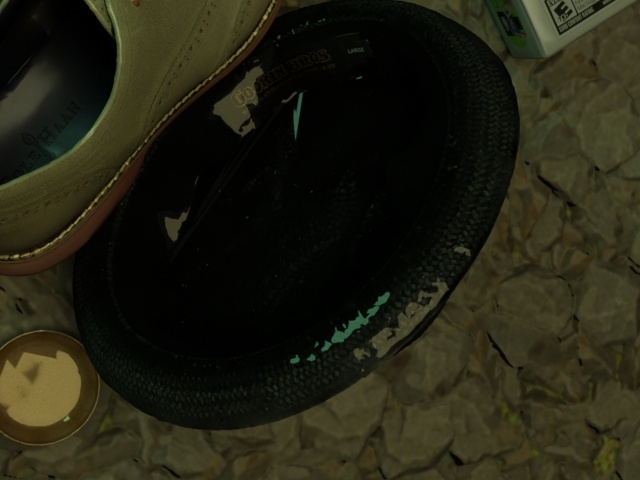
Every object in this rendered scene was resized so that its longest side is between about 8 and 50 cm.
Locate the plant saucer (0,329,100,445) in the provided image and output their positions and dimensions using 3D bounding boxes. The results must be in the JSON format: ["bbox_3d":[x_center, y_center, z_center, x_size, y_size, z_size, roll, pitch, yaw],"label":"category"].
[{"bbox_3d":[-0.199,0.104,0.978,0.083,0.015,0.083,-3,97,-21],"label":"plant saucer"}]

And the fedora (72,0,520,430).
[{"bbox_3d":[0.000,0.000,0.940,0.334,0.334,0.152,-49,140,-9],"label":"fedora"}]

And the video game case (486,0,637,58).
[{"bbox_3d":[0.213,-0.311,1.058,0.269,0.061,0.244,-33,108,-14],"label":"video game case"}]

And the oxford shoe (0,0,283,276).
[{"bbox_3d":[-0.114,-0.157,0.885,0.140,0.146,0.397,28,78,3],"label":"oxford shoe"}]

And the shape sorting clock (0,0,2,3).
[{"bbox_3d":[-0.283,-0.190,0.859,0.206,0.040,0.206,15,64,-33],"label":"shape sorting clock"}]
